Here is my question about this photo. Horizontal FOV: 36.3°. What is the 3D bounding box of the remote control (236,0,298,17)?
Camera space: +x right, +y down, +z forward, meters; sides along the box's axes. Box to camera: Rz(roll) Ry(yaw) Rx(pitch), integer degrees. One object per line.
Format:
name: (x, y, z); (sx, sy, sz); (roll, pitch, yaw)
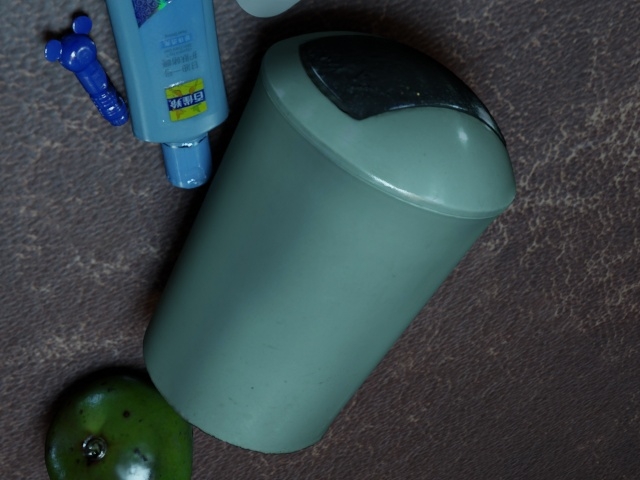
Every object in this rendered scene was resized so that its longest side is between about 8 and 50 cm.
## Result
remote control: (0.016, -0.307, 0.949); (0.245, 0.022, 0.077); (-36, 135, 6)

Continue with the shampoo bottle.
shampoo bottle: (-0.145, -0.166, 0.962); (0.104, 0.061, 0.258); (-18, 133, -15)

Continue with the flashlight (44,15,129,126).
flashlight: (-0.223, -0.160, 0.950); (0.057, 0.035, 0.121); (-48, 141, -18)

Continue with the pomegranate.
pomegranate: (-0.235, 0.262, 1.213); (0.187, 0.187, 0.225); (-33, 158, 3)

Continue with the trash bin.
trash bin: (0.004, -0.006, 1.027); (0.280, 0.280, 0.432); (11, 125, -32)
